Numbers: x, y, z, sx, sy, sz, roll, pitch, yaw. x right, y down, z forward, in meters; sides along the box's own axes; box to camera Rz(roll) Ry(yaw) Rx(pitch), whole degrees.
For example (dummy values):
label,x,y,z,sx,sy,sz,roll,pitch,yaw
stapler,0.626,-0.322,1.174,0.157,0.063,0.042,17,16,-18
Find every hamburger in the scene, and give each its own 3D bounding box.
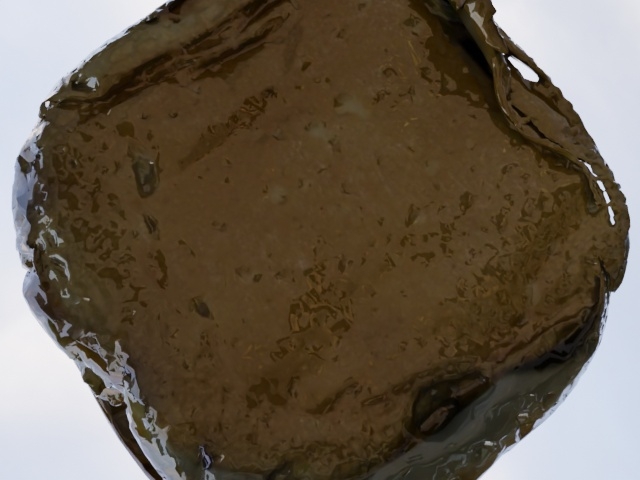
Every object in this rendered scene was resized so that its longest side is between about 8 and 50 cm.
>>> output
label,x,y,z,sx,sy,sz,roll,pitch,yaw
hamburger,0.000,0.000,0.557,0.319,0.158,0.318,0,-102,1
